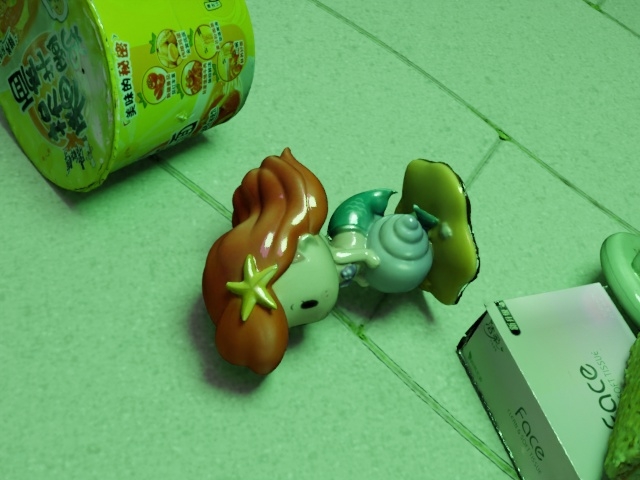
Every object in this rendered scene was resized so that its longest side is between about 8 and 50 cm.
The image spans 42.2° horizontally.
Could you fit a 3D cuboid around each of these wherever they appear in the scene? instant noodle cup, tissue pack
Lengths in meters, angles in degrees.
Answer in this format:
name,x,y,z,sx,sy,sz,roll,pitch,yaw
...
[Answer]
name,x,y,z,sx,sy,sz,roll,pitch,yaw
instant noodle cup,-0.207,-0.199,0.887,0.200,0.264,0.264,-23,60,-40
tissue pack,0.257,0.169,0.798,0.149,0.092,0.246,-8,54,-22

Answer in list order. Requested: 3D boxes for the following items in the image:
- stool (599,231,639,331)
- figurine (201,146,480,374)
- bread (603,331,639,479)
name,x,y,z,sx,sy,sz,roll,pitch,yaw
stool,0.429,0.018,0.861,0.195,0.198,0.195,51,30,13
figurine,-0.001,0.007,0.825,0.257,0.181,0.208,-12,95,-21
bread,0.323,0.125,0.703,0.102,0.138,0.196,28,44,10
